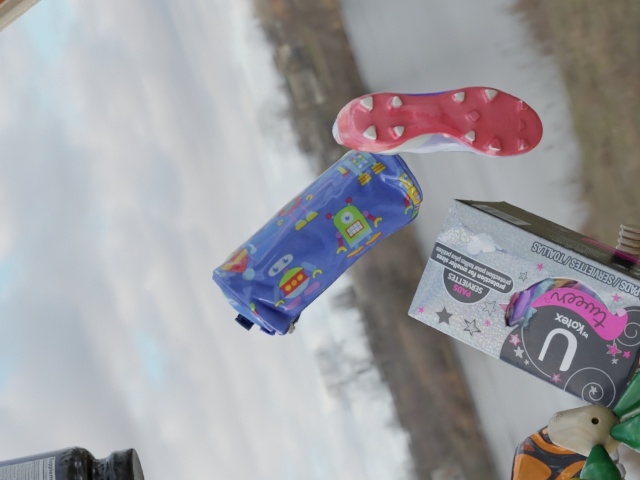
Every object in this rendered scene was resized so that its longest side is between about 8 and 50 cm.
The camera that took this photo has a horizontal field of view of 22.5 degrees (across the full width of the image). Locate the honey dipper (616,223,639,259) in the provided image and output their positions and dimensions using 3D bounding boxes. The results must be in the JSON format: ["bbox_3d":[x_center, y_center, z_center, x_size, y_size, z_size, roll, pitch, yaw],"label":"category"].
[{"bbox_3d":[0.326,0.062,1.759,0.030,0.030,0.160,-87,8,-79],"label":"honey dipper"}]

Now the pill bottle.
[{"bbox_3d":[-0.302,0.293,1.750,0.123,0.219,0.122,169,90,-89],"label":"pill bottle"}]

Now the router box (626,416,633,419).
[{"bbox_3d":[0.413,0.165,1.989,0.122,0.038,0.092,-16,-73,-54],"label":"router box"}]

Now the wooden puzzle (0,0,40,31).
[{"bbox_3d":[-0.307,-0.339,1.730,0.044,0.239,0.221,40,-149,-41],"label":"wooden puzzle"}]

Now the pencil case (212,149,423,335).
[{"bbox_3d":[0.000,0.000,2.119,0.133,0.306,0.119,49,174,-11],"label":"pencil case"}]

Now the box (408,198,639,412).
[{"bbox_3d":[0.245,0.066,1.689,0.163,0.247,0.142,-1,-67,-63],"label":"box"}]

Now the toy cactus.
[{"bbox_3d":[0.272,0.175,1.468,0.112,0.219,0.180,32,160,-27],"label":"toy cactus"}]

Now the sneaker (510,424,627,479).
[{"bbox_3d":[0.363,0.412,2.250,0.124,0.180,0.321,70,-179,-64],"label":"sneaker"}]

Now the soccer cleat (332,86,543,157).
[{"bbox_3d":[0.136,-0.134,1.865,0.095,0.248,0.083,163,105,-70],"label":"soccer cleat"}]
